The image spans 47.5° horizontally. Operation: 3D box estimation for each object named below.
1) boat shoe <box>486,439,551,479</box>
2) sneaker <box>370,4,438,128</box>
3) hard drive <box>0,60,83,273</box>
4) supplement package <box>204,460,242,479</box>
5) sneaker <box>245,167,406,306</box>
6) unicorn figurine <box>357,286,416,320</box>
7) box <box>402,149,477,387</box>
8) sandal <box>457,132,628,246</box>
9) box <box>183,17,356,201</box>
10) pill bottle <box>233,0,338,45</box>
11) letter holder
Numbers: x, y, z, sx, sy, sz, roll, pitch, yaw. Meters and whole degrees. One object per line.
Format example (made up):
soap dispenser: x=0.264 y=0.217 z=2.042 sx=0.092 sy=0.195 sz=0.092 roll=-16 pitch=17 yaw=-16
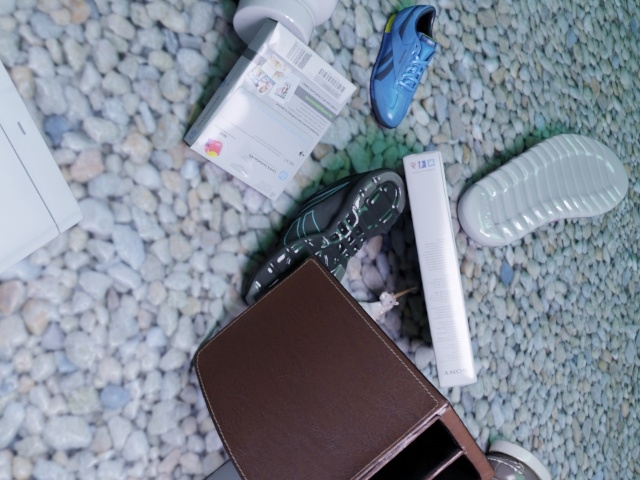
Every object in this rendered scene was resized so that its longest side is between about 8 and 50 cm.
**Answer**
boat shoe: x=0.387 y=0.481 z=1.274 sx=0.324 sy=0.116 sz=0.096 roll=48 pitch=62 yaw=-23
sneaker: x=0.136 y=-0.278 z=1.145 sx=0.069 sy=0.082 sz=0.209 roll=25 pitch=71 yaw=-39
hard drive: x=-0.408 y=-0.027 z=0.639 sx=0.353 sy=0.047 sz=0.233 roll=-41 pitch=123 yaw=-36
supplement package: x=-0.074 y=0.368 z=0.880 sx=0.105 sy=0.105 sz=0.179 roll=-30 pitch=105 yaw=-37
sneaker: x=0.000 y=0.000 z=0.994 sx=0.267 sy=0.106 sz=0.101 roll=-40 pitch=119 yaw=-15
unicorn figurine: x=0.054 y=0.120 z=1.057 sx=0.111 sy=0.060 sz=0.162 roll=25 pitch=86 yaw=-38
box: x=0.178 y=0.031 z=1.083 sx=0.232 sy=0.058 sz=0.322 roll=-31 pitch=113 yaw=-80
sandal: x=0.405 y=-0.096 z=1.361 sx=0.416 sy=0.102 sz=0.169 roll=-16 pitch=82 yaw=-29
box: x=-0.062 y=-0.162 z=0.928 sx=0.145 sy=0.038 sz=0.186 roll=32 pitch=96 yaw=-35
pill bottle: x=-0.029 y=-0.372 z=0.970 sx=0.136 sy=0.136 sz=0.245 roll=32 pitch=66 yaw=-35
letter holder: x=0.007 y=0.197 z=0.834 sx=0.214 sy=0.302 sz=0.152 roll=-38 pitch=129 yaw=-5
